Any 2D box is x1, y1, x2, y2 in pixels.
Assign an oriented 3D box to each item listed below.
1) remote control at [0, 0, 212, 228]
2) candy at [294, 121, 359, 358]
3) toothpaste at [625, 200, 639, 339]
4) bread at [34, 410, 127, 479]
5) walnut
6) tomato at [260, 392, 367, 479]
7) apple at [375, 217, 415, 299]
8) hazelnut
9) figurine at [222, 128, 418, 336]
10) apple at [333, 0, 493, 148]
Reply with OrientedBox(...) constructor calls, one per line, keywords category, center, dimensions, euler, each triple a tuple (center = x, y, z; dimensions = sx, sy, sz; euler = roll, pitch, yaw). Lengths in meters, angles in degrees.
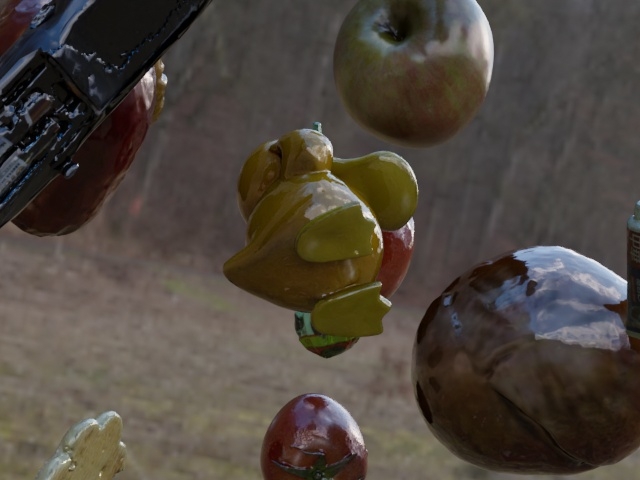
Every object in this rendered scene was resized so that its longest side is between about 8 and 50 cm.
OrientedBox(category="remote control", center=(-0.230, -0.168, 1.516), dimensions=(0.062, 0.399, 0.144), euler=(29, -15, 43))
OrientedBox(category="candy", center=(0.000, 0.000, 2.059), dimensions=(0.091, 0.306, 0.083), euler=(-6, 5, -9))
OrientedBox(category="toothpaste", center=(0.258, 0.028, 1.266), dimensions=(0.037, 0.140, 0.021), euler=(19, 44, 35))
OrientedBox(category="bread", center=(-0.345, 0.338, 2.184), dimensions=(0.039, 0.251, 0.182), euler=(16, -40, 20))
OrientedBox(category="walnut", center=(-0.288, -0.149, 1.831), dimensions=(0.221, 0.269, 0.244), euler=(30, 19, 27))
OrientedBox(category="tomato", center=(-0.013, 0.303, 2.316), dimensions=(0.167, 0.167, 0.167), euler=(11, -1, 0))
OrientedBox(category="apple", center=(0.037, 0.007, 2.460), dimensions=(0.218, 0.201, 0.218), euler=(22, 24, -11))
OrientedBox(category="hazelnut", center=(0.287, 0.160, 2.111), dimensions=(0.372, 0.315, 0.372), euler=(-15, -15, -4))
OrientedBox(category="figurine", center=(-0.009, -0.018, 1.672), dimensions=(0.215, 0.215, 0.228), euler=(11, 36, 10))
OrientedBox(category="apple", center=(0.150, -0.266, 2.432), dimensions=(0.256, 0.257, 0.234), euler=(10, -27, 35))
